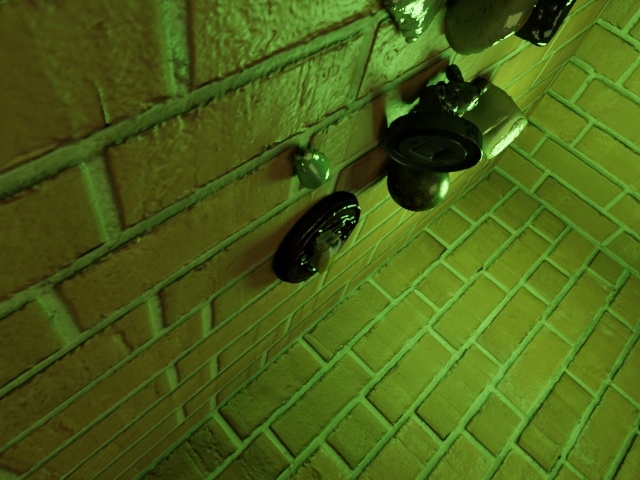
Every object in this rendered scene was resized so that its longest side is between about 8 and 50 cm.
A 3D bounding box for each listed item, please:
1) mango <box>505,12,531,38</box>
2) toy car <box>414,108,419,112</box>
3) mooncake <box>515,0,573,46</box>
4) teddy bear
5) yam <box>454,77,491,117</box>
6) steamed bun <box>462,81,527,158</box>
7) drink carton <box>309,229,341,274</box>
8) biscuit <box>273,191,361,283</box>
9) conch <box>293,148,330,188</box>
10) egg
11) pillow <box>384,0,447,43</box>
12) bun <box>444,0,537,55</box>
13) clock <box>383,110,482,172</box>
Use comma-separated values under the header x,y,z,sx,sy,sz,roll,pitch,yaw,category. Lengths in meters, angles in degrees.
x,y,z,sx,sy,sz,roll,pitch,yaw,category
0.487,-0.627,1.368,0.253,0.138,0.113,-29,172,26,mango
0.387,-0.463,1.685,0.142,0.069,0.055,-46,-155,-4,toy car
0.696,-0.789,1.421,0.351,0.212,0.381,-33,156,-52,mooncake
0.440,-0.486,1.593,0.251,0.171,0.144,-33,-163,-18,teddy bear
0.581,-0.547,1.965,0.274,0.061,0.061,-48,163,10,yam
0.717,-0.523,2.099,0.272,0.273,0.290,8,121,-51,steamed bun
0.019,0.024,1.606,0.084,0.074,0.200,-32,153,-33,drink carton
0.000,0.000,1.754,0.407,0.091,0.407,-41,162,-16,biscuit
-0.021,-0.201,1.278,0.105,0.079,0.170,-59,159,-11,conch
0.382,-0.227,1.861,0.238,0.238,0.289,-49,-166,6,egg
0.266,-0.591,1.065,0.280,0.076,0.274,-51,165,16,pillow
0.412,-0.606,1.199,0.287,0.146,0.287,-45,-156,26,bun
0.367,-0.316,1.576,0.319,0.319,0.066,61,39,-73,clock
